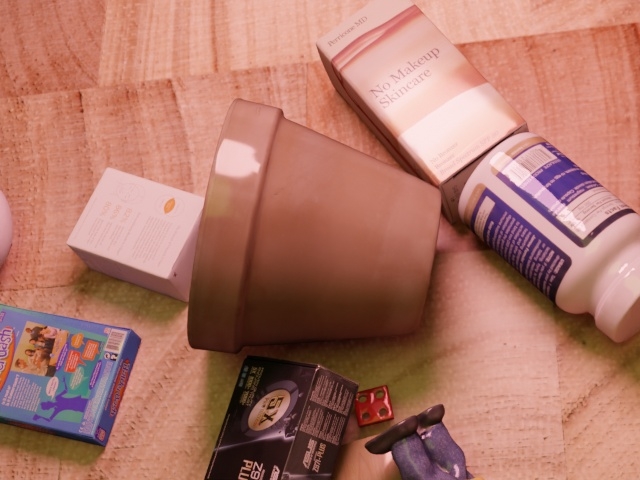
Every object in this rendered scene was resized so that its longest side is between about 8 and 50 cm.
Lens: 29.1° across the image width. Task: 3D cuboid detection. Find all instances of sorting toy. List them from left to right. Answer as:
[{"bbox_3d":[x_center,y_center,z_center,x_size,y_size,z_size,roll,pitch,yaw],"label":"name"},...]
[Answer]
[{"bbox_3d":[0.053,0.309,1.527,0.132,0.046,0.274,-17,59,6],"label":"sorting toy"}]

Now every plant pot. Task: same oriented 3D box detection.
[{"bbox_3d":[0.000,0.000,1.568,0.281,0.323,0.323,9,67,1],"label":"plant pot"}]

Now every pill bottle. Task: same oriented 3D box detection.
[{"bbox_3d":[0.313,-0.004,1.550,0.153,0.153,0.265,-42,63,-7],"label":"pill bottle"}]

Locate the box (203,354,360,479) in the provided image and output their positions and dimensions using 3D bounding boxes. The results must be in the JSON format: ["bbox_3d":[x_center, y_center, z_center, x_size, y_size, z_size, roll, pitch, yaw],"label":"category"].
[{"bbox_3d":[-0.050,0.242,1.526,0.147,0.078,0.180,2,69,50],"label":"box"}]

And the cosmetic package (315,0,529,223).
[{"bbox_3d":[0.142,-0.189,1.694,0.153,0.129,0.296,-38,62,-3],"label":"cosmetic package"}]

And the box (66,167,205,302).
[{"bbox_3d":[-0.242,-0.008,1.727,0.171,0.091,0.130,18,71,21],"label":"box"}]

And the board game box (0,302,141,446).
[{"bbox_3d":[-0.370,0.183,1.695,0.210,0.047,0.160,10,69,18],"label":"board game box"}]

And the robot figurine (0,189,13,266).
[{"bbox_3d":[-0.580,-0.011,1.756,0.278,0.209,0.173,-11,53,-5],"label":"robot figurine"}]

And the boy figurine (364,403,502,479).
[{"bbox_3d":[0.175,0.332,1.443,0.092,0.177,0.285,-41,74,38],"label":"boy figurine"}]
